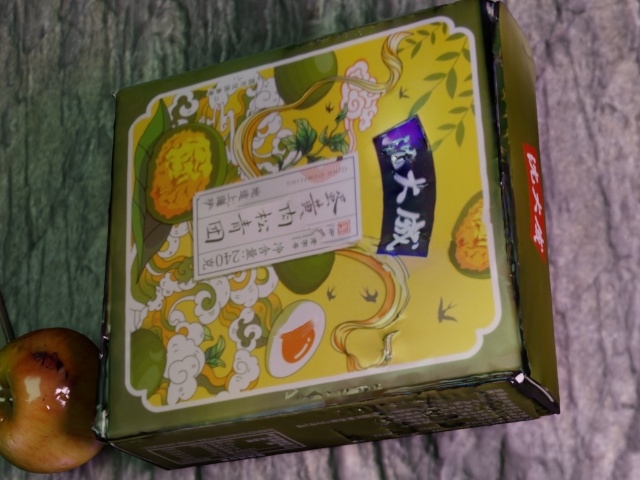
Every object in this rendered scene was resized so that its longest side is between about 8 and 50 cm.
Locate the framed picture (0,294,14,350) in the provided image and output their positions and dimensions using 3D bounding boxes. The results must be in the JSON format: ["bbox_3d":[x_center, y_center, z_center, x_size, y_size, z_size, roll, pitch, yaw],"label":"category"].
[{"bbox_3d":[-0.491,0.150,1.541,0.335,0.022,0.247,-31,59,11],"label":"framed picture"}]

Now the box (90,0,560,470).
[{"bbox_3d":[0.000,0.000,1.287,0.420,0.138,0.373,-11,64,22],"label":"box"}]

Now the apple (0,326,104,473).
[{"bbox_3d":[-0.271,0.156,1.364,0.146,0.146,0.146,-10,65,23],"label":"apple"}]
